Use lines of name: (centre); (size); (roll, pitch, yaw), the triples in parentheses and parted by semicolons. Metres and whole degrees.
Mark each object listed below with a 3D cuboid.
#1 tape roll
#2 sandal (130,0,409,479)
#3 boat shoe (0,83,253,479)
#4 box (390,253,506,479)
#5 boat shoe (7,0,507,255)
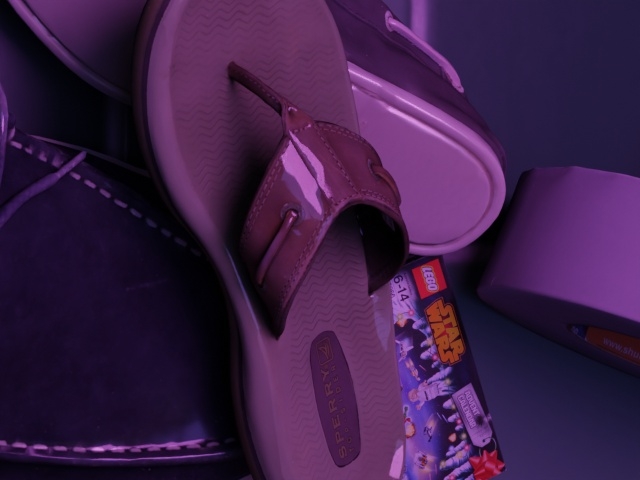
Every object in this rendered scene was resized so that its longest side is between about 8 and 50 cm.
tape roll: (0.198, 0.034, 0.996); (0.219, 0.219, 0.072); (26, 82, -24)
sandal: (0.001, 0.001, 0.874); (0.120, 0.086, 0.302); (-30, 113, -35)
boat shoe: (-0.202, 0.010, 0.847); (0.500, 0.156, 0.186); (23, 82, -26)
box: (0.042, 0.083, 1.032); (0.094, 0.027, 0.137); (-23, 103, -23)
boat shoe: (-0.044, -0.111, 0.956); (0.335, 0.095, 0.112); (35, 113, -19)
